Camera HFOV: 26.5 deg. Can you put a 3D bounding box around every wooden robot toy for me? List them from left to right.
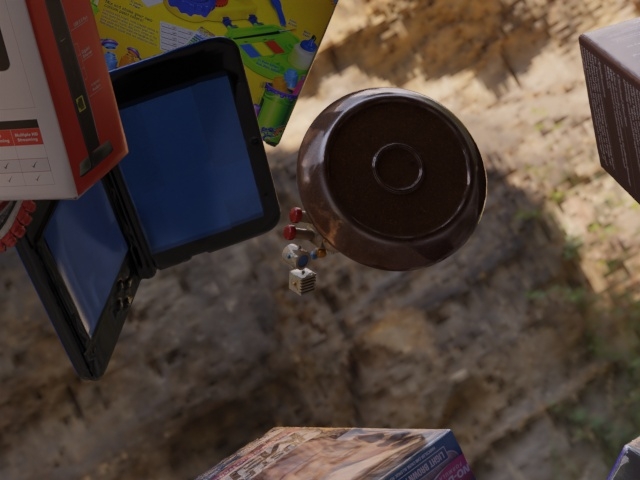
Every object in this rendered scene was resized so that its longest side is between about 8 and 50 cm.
[{"bbox_3d":[0.000,0.000,1.833,0.076,0.079,0.173,3,-69,-44],"label":"wooden robot toy"}]

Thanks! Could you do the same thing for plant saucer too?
[{"bbox_3d":[0.064,-0.058,1.157,0.168,0.168,0.029,-24,-12,-16],"label":"plant saucer"}]

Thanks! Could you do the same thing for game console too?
[{"bbox_3d":[-0.170,-0.026,1.388,0.173,0.250,0.293,4,-40,15],"label":"game console"}]

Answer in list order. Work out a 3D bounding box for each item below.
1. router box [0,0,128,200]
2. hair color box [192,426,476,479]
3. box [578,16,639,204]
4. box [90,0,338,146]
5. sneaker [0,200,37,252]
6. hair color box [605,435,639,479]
[{"bbox_3d":[-0.327,-0.175,0.937,0.335,0.301,0.082,0,26,21],"label":"router box"},{"bbox_3d":[-0.005,0.270,1.355,0.174,0.105,0.347,-31,10,-30],"label":"hair color box"},{"bbox_3d":[0.427,-0.121,1.539,0.143,0.191,0.381,-16,25,-1],"label":"box"},{"bbox_3d":[-0.123,-0.315,1.636,0.177,0.289,0.279,-71,5,-50],"label":"box"},{"bbox_3d":[-0.251,-0.087,1.071,0.092,0.088,0.225,3,-63,-58],"label":"sneaker"},{"bbox_3d":[0.318,0.238,1.076,0.110,0.185,0.339,-61,-19,5],"label":"hair color box"}]
